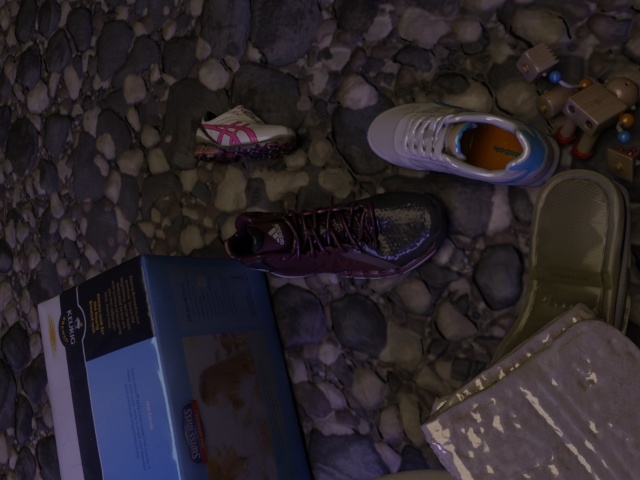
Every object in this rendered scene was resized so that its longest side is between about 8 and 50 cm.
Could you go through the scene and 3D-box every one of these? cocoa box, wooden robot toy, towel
[{"bbox_3d":[-0.192,0.215,0.802,0.228,0.231,0.347,-23,74,30],"label":"cocoa box"},{"bbox_3d":[0.284,-0.140,0.621,0.079,0.076,0.173,-31,65,-9],"label":"wooden robot toy"},{"bbox_3d":[0.227,0.205,0.467,0.187,0.049,0.282,-35,69,1],"label":"towel"}]

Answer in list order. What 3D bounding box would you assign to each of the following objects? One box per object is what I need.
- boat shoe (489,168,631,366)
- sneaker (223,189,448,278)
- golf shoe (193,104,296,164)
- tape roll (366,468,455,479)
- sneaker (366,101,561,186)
[{"bbox_3d":[0.246,0.088,0.589,0.113,0.103,0.302,18,98,41],"label":"boat shoe"},{"bbox_3d":[0.000,0.000,0.729,0.281,0.162,0.106,-14,79,33],"label":"sneaker"},{"bbox_3d":[-0.114,-0.159,0.877,0.186,0.067,0.086,3,87,35],"label":"golf shoe"},{"bbox_3d":[0.119,0.366,0.500,0.392,0.392,0.072,18,124,34],"label":"tape roll"},{"bbox_3d":[0.145,-0.117,0.682,0.229,0.092,0.087,14,96,35],"label":"sneaker"}]
